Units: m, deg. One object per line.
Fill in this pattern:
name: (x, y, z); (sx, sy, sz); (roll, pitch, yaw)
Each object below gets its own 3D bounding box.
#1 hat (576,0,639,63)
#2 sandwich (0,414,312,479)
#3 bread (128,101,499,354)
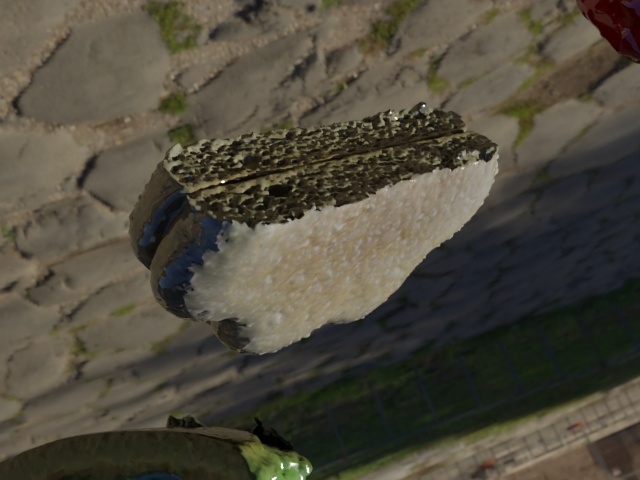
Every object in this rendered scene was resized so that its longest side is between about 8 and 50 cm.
hat: (0.241, -0.076, 0.478); (0.242, 0.332, 0.274); (-25, 154, -26)
sandwich: (-0.129, 0.271, 0.626); (0.251, 0.301, 0.162); (-5, -177, 28)
bread: (-0.003, -0.005, 0.774); (0.337, 0.102, 0.183); (-15, 141, -41)
